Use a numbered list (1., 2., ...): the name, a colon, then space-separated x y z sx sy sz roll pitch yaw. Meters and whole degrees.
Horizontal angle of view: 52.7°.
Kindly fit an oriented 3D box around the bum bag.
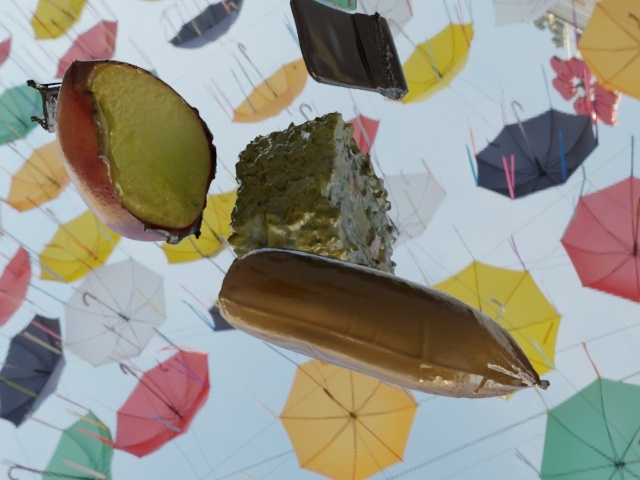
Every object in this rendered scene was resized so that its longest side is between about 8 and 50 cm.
1. bum bag: 0.037 -0.219 0.733 0.026 0.159 0.109 -26 -105 42

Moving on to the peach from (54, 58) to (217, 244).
1. peach: -0.352 -0.159 1.138 0.201 0.362 0.258 1 -126 35

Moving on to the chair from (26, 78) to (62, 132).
1. chair: -0.585 -0.306 1.529 0.229 0.106 0.113 30 -143 35

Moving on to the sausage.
1. sausage: 0.060 0.083 0.629 0.328 0.112 0.112 15 -114 17

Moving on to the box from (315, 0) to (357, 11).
1. box: -0.010 -0.507 1.127 0.042 0.226 0.161 8 -83 37

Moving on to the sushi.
1. sushi: 0.000 0.000 1.203 0.239 0.397 0.352 -13 -135 19
